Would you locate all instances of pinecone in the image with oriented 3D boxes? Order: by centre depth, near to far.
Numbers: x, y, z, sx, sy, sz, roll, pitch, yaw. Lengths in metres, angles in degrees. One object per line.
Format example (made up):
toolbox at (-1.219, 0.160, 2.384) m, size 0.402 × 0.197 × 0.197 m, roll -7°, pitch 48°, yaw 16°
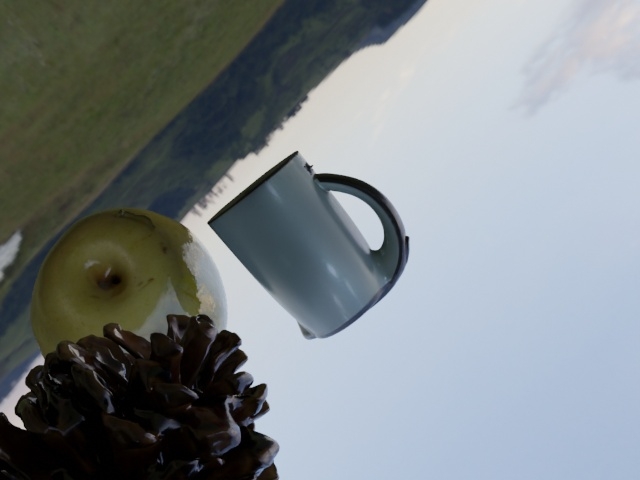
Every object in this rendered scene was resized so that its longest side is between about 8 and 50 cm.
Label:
pinecone at (-0.089, 0.114, 0.371) m, size 0.173 × 0.173 × 0.173 m, roll -47°, pitch -170°, yaw 11°

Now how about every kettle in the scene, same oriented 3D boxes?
kettle at (0.000, 0.000, 1.063) m, size 0.221 × 0.236 × 0.161 m, roll -36°, pitch -172°, yaw 16°

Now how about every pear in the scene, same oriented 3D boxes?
pear at (-0.289, 0.100, 1.169) m, size 0.309 × 0.309 × 0.309 m, roll -47°, pitch -170°, yaw 11°
